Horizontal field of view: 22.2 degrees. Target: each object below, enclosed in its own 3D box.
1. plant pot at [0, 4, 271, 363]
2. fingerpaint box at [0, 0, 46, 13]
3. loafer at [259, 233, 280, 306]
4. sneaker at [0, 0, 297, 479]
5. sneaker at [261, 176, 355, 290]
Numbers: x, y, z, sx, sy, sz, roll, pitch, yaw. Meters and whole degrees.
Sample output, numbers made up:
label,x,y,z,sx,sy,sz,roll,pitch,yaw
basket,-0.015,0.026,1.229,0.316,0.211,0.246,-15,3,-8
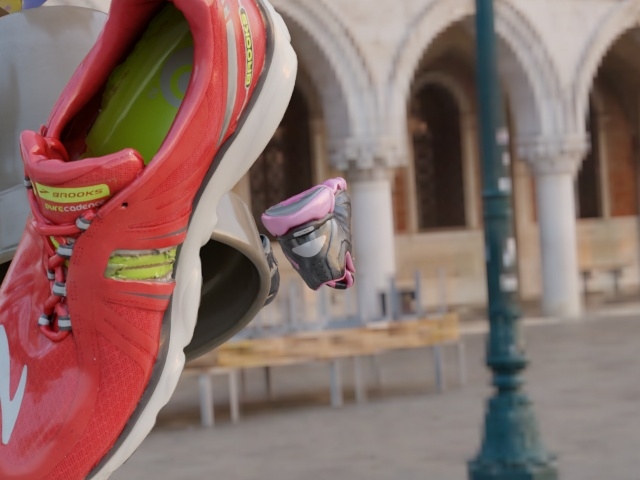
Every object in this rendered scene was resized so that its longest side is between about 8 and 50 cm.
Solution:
label,x,y,z,sx,sy,sz,roll,pitch,yaw
plant pot,-0.232,-0.049,1.493,0.323,0.280,0.323,-13,-25,-6
fingerpaint box,-0.248,-0.516,1.750,0.371,0.163,0.445,-48,-12,-32
loafer,-0.129,0.064,1.682,0.076,0.078,0.223,23,41,35
sneaker,-0.111,-0.010,0.770,0.107,0.279,0.118,20,-1,22
sneaker,0.000,0.000,0.869,0.047,0.057,0.119,-27,3,10
